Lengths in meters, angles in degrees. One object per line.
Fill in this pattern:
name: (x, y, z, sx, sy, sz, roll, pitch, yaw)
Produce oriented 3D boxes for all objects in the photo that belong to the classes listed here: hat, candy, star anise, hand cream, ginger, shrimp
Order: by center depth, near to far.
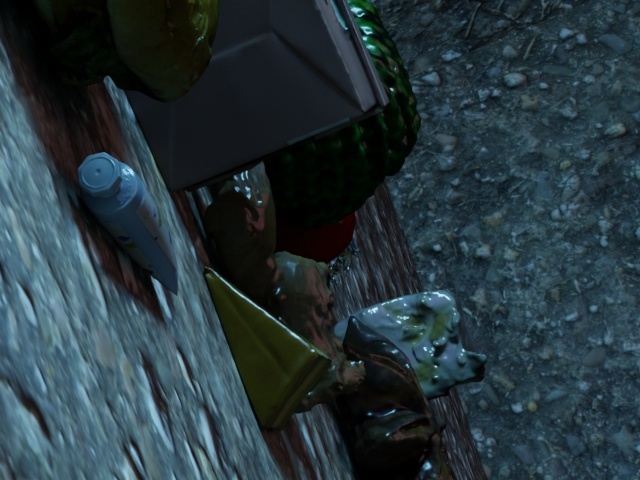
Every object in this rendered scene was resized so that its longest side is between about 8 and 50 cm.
hand cream: (-0.137, -0.016, 1.302, 0.171, 0.043, 0.065, 59, 10, -65)
ginger: (-0.044, 0.024, 1.698, 0.084, 0.122, 0.290, -22, -87, 61)
hat: (-0.006, -0.099, 1.921, 0.274, 0.242, 0.332, -86, 169, -47)
star anise: (0.089, 0.231, 2.069, 0.315, 0.108, 0.315, 63, 7, -13)
shrimp: (0.000, 0.000, 2.271, 0.090, 0.079, 0.233, 26, 27, -20)
candy: (0.120, 0.143, 2.281, 0.195, 0.184, 0.137, 24, 49, -81)

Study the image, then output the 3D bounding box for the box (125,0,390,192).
box: (-0.077, -0.172, 1.588, 0.215, 0.215, 0.086, 67, 18, -9)

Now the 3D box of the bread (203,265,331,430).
bread: (-0.070, 0.098, 1.607, 0.139, 0.084, 0.074, 37, 0, 13)

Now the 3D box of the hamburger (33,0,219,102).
hamburger: (-0.155, -0.246, 1.338, 0.285, 0.134, 0.265, 79, 8, -55)
